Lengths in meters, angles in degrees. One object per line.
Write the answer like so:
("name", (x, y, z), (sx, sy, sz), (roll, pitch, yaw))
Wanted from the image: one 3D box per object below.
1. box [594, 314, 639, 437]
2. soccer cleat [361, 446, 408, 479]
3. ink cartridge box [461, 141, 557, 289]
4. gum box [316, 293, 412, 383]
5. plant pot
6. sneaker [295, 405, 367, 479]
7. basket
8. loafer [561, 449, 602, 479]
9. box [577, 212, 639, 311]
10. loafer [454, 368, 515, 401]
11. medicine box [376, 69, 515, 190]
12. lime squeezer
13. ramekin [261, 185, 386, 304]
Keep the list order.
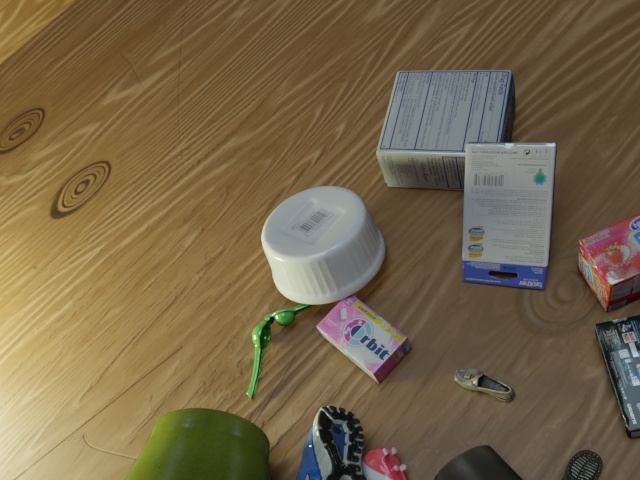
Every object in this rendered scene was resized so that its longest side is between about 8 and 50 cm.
("box", (0.634, 0.243, 1.268), (0.175, 0.051, 0.220), (-16, 55, 15))
("soccer cleat", (0.149, 0.507, 1.266), (0.095, 0.083, 0.248), (-43, 56, 22))
("ink cartridge box", (0.406, -0.057, 1.464), (0.186, 0.065, 0.311), (4, 99, 21))
("gum box", (0.090, 0.207, 1.472), (0.107, 0.062, 0.188), (-46, 56, -12))
("plant pot", (-0.233, 0.518, 1.242), (0.367, 0.366, 0.353), (-8, 45, 14))
("sneaker", (0.024, 0.485, 1.272), (0.130, 0.147, 0.330), (16, 38, -15))
("basket", (0.311, 0.487, 1.175), (0.204, 0.154, 0.227), (-33, 51, 1))
("loafer", (0.457, 0.440, 1.215), (0.056, 0.050, 0.148), (31, 57, 28))
("box", (0.664, 0.022, 1.358), (0.257, 0.128, 0.122), (-24, 55, 3))
("loafer", (0.328, 0.284, 1.358), (0.125, 0.039, 0.045), (17, 67, 27))
("medicine box", (0.310, -0.269, 1.645), (0.289, 0.149, 0.263), (5, 61, 21))
("lime squeezer", (-0.088, 0.202, 1.528), (0.310, 0.059, 0.110), (-47, 44, -8))
("ramekin", (0.000, 0.000, 1.551), (0.277, 0.135, 0.277), (-13, 43, 12))
